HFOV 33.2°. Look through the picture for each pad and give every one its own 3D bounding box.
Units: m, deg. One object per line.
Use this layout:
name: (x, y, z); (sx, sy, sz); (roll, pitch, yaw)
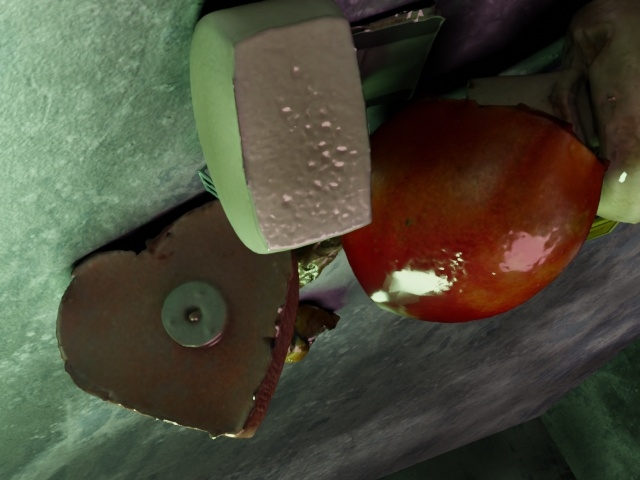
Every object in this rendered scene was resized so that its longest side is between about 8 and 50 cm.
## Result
pad: (0.023, -0.187, 1.228); (0.233, 0.022, 0.174); (-19, 157, -18)

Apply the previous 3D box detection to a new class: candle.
candle: (-0.148, 0.115, 1.344); (0.317, 0.287, 0.131); (-32, 163, 1)

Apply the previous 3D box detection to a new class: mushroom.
mushroom: (0.328, -0.158, 1.343); (0.290, 0.292, 0.292); (-6, 157, 2)

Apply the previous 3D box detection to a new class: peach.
peach: (0.178, -0.053, 1.265); (0.281, 0.281, 0.338); (-4, 150, -46)

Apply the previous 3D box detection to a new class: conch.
conch: (-0.029, 0.147, 1.823); (0.086, 0.080, 0.233); (-31, -175, 38)

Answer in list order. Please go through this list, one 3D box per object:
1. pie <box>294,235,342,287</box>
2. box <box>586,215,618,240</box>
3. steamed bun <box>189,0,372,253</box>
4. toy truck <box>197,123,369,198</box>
pie: (0.000, 0.000, 1.455); (0.195, 0.046, 0.195); (-51, -171, 11)
box: (0.307, -0.094, 1.496); (0.141, 0.220, 0.064); (-18, 157, -27)
steamed bun: (-0.043, -0.119, 1.061); (0.146, 0.164, 0.241); (-16, 114, -18)
toy truck: (-0.035, -0.093, 1.209); (0.177, 0.115, 0.080); (-46, 160, -12)
